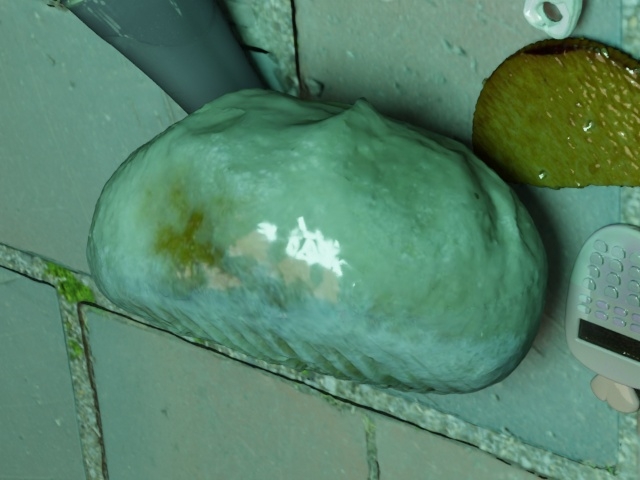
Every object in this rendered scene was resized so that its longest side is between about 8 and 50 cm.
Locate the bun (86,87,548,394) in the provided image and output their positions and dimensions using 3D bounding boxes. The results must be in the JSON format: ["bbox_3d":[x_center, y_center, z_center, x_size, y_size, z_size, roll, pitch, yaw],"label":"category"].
[{"bbox_3d":[0.000,0.000,1.439,0.362,0.362,0.211,4,81,41],"label":"bun"}]

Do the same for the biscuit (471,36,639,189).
[{"bbox_3d":[0.197,-0.095,1.395,0.206,0.025,0.126,4,118,41],"label":"biscuit"}]

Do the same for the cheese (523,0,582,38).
[{"bbox_3d":[0.186,-0.242,1.288,0.137,0.064,0.227,34,135,24],"label":"cheese"}]

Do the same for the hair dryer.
[{"bbox_3d":[-0.083,-0.193,1.444,0.301,0.121,0.361,52,160,-18],"label":"hair dryer"}]

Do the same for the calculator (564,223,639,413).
[{"bbox_3d":[0.242,0.062,1.455,0.103,0.024,0.166,22,126,31],"label":"calculator"}]
